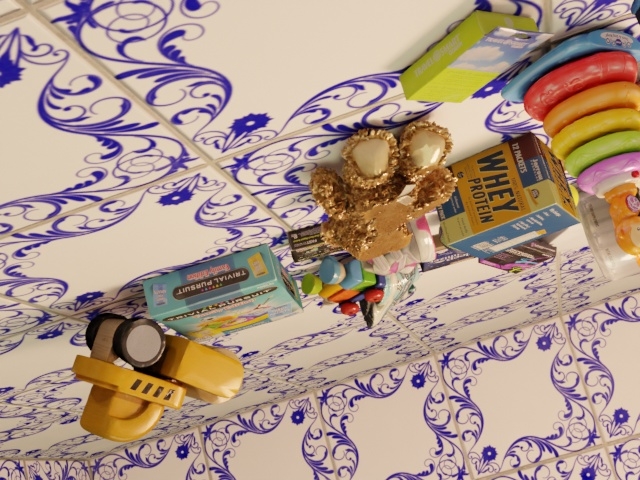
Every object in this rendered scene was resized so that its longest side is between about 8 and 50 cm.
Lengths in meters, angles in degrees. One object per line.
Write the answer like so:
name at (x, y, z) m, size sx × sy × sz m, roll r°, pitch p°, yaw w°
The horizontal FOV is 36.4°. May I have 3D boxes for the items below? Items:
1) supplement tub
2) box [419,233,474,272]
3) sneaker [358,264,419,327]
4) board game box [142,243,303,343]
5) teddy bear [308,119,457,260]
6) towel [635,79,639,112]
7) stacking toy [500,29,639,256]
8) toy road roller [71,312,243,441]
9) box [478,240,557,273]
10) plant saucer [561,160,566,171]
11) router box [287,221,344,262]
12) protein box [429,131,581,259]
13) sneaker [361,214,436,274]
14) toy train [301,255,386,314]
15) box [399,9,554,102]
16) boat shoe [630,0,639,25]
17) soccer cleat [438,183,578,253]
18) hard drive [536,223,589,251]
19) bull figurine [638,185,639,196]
supplement tub at (0.717, -0.062, 2.001) m, size 0.337 × 0.207 × 0.207 m, roll -22°, pitch 163°, yaw 19°
box at (0.293, 0.024, 2.203) m, size 0.136 × 0.037 × 0.225 m, roll -16°, pitch 165°, yaw 1°
sneaker at (0.163, 0.125, 2.293) m, size 0.122 × 0.110 × 0.283 m, roll -15°, pitch 164°, yaw -14°
board game box at (-0.188, 0.118, 1.993) m, size 0.253 × 0.079 × 0.336 m, roll -17°, pitch 164°, yaw 4°
teddy bear at (0.097, -0.092, 1.557) m, size 0.245 × 0.113 × 0.338 m, roll -23°, pitch 156°, yaw 0°
towel at (0.458, -0.182, 1.486) m, size 0.144 × 0.029 × 0.197 m, roll -25°, pitch -158°, yaw 27°
stacking toy at (0.389, -0.121, 1.334) m, size 0.175 × 0.302 × 0.165 m, roll -2°, pitch 159°, yaw -37°
toy road roller at (-0.342, 0.296, 1.959) m, size 0.329 × 0.241 × 0.202 m, roll 25°, pitch 166°, yaw -32°
box at (0.468, 0.035, 2.322) m, size 0.116 × 0.029 × 0.162 m, roll 16°, pitch 155°, yaw -20°
plant saucer at (0.438, -0.134, 1.848) m, size 0.083 × 0.015 × 0.083 m, roll -14°, pitch 164°, yaw -4°
router box at (0.000, 0.000, 1.847) m, size 0.122 × 0.038 × 0.092 m, roll -15°, pitch 164°, yaw -3°
protein box at (0.330, -0.073, 1.734) m, size 0.201 × 0.136 × 0.199 m, roll -22°, pitch 162°, yaw 23°
sneaker at (0.147, 0.017, 1.923) m, size 0.111 × 0.103 × 0.252 m, roll -12°, pitch 163°, yaw -18°
toy train at (0.017, 0.106, 2.119) m, size 0.143 × 0.105 × 0.248 m, roll 10°, pitch 152°, yaw -35°
box at (0.196, -0.235, 1.241) m, size 0.109 × 0.042 × 0.178 m, roll -4°, pitch 160°, yaw -37°
boat shoe at (0.529, -0.302, 1.243) m, size 0.258 × 0.089 × 0.109 m, roll -17°, pitch 164°, yaw 5°
soccer cleat at (0.376, -0.047, 1.948) m, size 0.289 × 0.094 × 0.121 m, roll -20°, pitch 157°, yaw 12°
hard drive at (0.695, -0.043, 2.329) m, size 0.352 × 0.047 × 0.233 m, roll -11°, pitch 163°, yaw -16°
bull figurine at (0.555, -0.152, 1.730) m, size 0.188 × 0.101 × 0.310 m, roll -9°, pitch 160°, yaw 7°
